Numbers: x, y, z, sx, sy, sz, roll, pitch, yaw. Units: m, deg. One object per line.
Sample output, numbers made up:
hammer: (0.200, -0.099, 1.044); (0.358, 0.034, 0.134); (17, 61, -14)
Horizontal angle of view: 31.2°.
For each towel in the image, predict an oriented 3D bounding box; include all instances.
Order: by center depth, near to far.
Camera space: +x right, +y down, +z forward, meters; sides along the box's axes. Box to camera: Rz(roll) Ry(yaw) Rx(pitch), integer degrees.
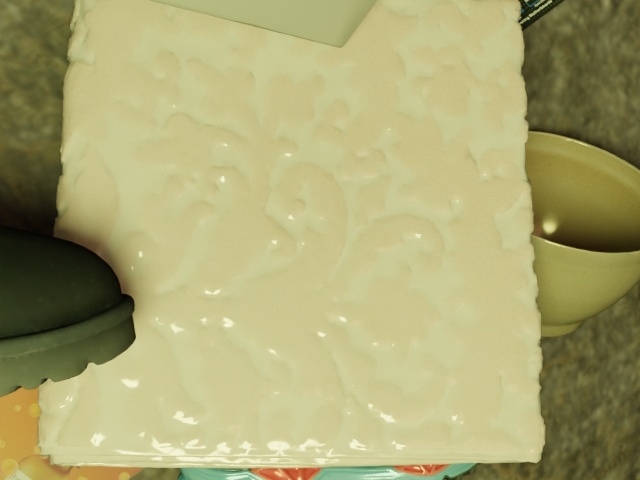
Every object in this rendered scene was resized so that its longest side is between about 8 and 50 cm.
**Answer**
towel: (-0.016, -0.017, 0.758); (0.317, 0.053, 0.331); (2, 74, -4)

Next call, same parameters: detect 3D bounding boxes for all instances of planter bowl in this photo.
planter bowl: (0.172, 0.004, 0.877); (0.162, 0.162, 0.109); (0, 127, -19)

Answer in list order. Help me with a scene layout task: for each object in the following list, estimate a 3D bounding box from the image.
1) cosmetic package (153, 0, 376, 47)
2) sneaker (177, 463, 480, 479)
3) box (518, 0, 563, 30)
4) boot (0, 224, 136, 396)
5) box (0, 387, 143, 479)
cosmetic package: (-0.082, -0.227, 0.587); (0.197, 0.365, 0.155); (42, 109, 14)
sneaker: (0.021, 0.125, 0.864); (0.262, 0.104, 0.125); (-6, 100, -18)
box: (0.105, -0.233, 0.804); (0.191, 0.045, 0.184); (-33, 116, 29)
boot: (-0.289, -0.134, 0.577); (0.367, 0.146, 0.445); (-6, 95, -22)
box: (-0.222, 0.136, 0.789); (0.170, 0.091, 0.130); (-35, 109, -10)
